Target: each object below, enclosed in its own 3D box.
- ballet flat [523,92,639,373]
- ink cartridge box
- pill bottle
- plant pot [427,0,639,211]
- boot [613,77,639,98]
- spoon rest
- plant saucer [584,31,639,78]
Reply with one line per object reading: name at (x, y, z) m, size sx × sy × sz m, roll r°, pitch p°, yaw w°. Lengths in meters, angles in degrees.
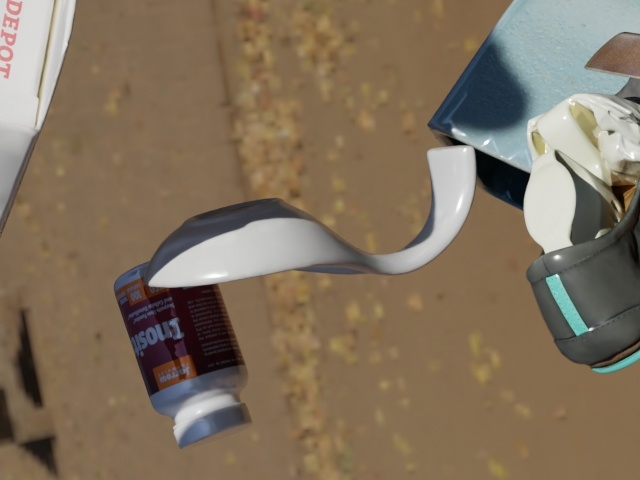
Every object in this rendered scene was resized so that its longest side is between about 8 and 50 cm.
ballet flat at (0.173, -0.034, 1.130) m, size 0.096 × 0.095 × 0.280 m, roll 48°, pitch -153°, yaw -18°
ink cartridge box at (-0.248, -0.102, 1.216) m, size 0.353 × 0.119 × 0.207 m, roll 122°, pitch 157°, yaw -49°
pill bottle at (-0.110, 0.091, 1.537) m, size 0.152 × 0.086 × 0.086 m, roll 70°, pitch 159°, yaw 10°
plant pot at (0.279, -0.128, 1.592) m, size 0.248 × 0.252 × 0.247 m, roll 27°, pitch 176°, yaw 20°
boot at (0.353, -0.078, 1.239) m, size 0.338 × 0.118 × 0.223 m, roll 39°, pitch 118°, yaw 38°
spoon rest at (0.000, 0.000, 1.362) m, size 0.137 × 0.276 × 0.084 m, roll -1°, pitch 104°, yaw 60°
plant saucer at (0.248, -0.105, 1.137) m, size 0.168 × 0.168 × 0.029 m, roll -152°, pitch 70°, yaw -65°
